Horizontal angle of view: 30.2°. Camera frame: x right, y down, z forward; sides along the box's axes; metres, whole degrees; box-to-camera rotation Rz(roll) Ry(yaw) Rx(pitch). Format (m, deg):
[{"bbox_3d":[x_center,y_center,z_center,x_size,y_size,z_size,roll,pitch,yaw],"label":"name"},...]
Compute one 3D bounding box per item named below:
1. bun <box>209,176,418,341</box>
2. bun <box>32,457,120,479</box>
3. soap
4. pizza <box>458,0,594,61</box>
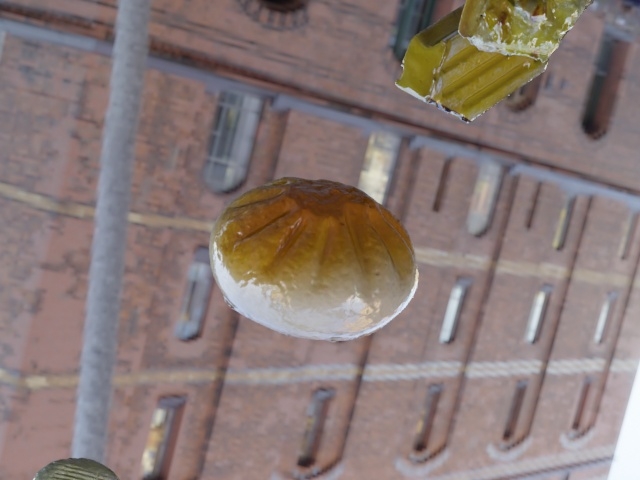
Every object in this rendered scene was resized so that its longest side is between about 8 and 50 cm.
[{"bbox_3d":[0.000,0.000,1.636,0.298,0.165,0.299,11,-149,-7],"label":"bun"},{"bbox_3d":[-0.268,0.294,1.290,0.115,0.115,0.069,12,150,-18],"label":"bun"},{"bbox_3d":[0.235,-0.281,1.835,0.257,0.160,0.080,-34,-139,-23],"label":"soap"},{"bbox_3d":[0.189,-0.220,1.036,0.099,0.160,0.036,41,174,-4],"label":"pizza"}]
